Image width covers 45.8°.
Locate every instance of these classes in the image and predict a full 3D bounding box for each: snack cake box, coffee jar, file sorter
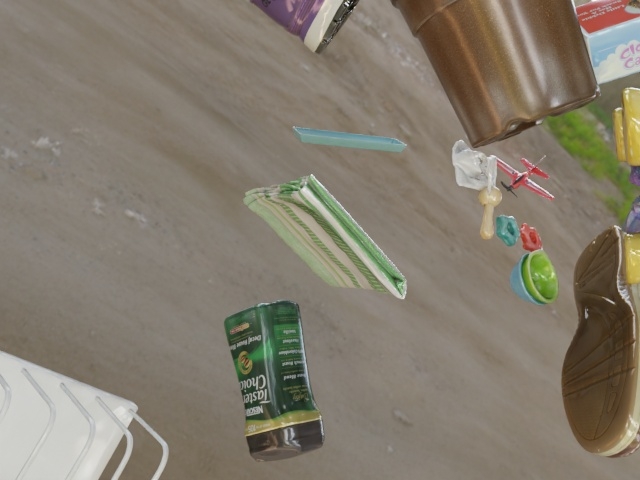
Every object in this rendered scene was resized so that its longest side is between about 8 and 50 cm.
[{"bbox_3d":[0.545,-0.354,1.218,0.152,0.264,0.089,-88,158,-57],"label":"snack cake box"},{"bbox_3d":[-0.056,0.172,0.922,0.079,0.096,0.185,4,67,-48],"label":"coffee jar"},{"bbox_3d":[-0.383,0.303,1.055,0.277,0.193,0.173,35,-9,-40],"label":"file sorter"}]

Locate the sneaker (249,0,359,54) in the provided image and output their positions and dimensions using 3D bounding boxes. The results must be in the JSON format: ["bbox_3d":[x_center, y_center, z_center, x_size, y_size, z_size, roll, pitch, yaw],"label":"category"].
[{"bbox_3d":[0.016,-0.300,0.634,0.124,0.283,0.107,34,36,-3],"label":"sneaker"}]

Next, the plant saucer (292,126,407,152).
[{"bbox_3d":[0.049,-0.173,1.308,0.191,0.018,0.067,3,17,-15],"label":"plant saucer"}]

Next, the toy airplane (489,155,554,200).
[{"bbox_3d":[0.400,-0.128,1.487,0.151,0.028,0.151,9,46,-10],"label":"toy airplane"}]

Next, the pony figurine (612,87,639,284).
[{"bbox_3d":[0.399,-0.052,0.519,0.351,0.363,0.303,55,35,-55],"label":"pony figurine"}]

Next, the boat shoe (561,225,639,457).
[{"bbox_3d":[0.384,0.128,0.932,0.123,0.123,0.342,32,41,-9],"label":"boat shoe"}]

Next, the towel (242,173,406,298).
[{"bbox_3d":[0.000,0.000,1.239,0.248,0.038,0.325,46,-15,-14],"label":"towel"}]

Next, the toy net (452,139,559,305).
[{"bbox_3d":[0.246,-0.032,0.972,0.122,0.045,0.232,-26,91,-45],"label":"toy net"}]

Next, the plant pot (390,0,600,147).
[{"bbox_3d":[0.171,-0.185,0.710,0.167,0.166,0.165,-21,90,-64],"label":"plant pot"}]
